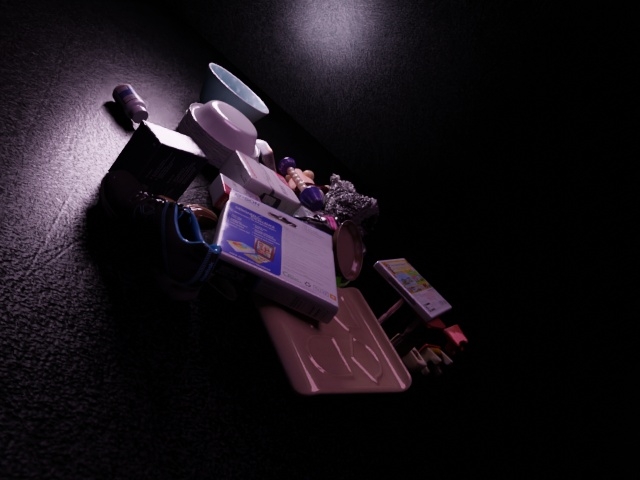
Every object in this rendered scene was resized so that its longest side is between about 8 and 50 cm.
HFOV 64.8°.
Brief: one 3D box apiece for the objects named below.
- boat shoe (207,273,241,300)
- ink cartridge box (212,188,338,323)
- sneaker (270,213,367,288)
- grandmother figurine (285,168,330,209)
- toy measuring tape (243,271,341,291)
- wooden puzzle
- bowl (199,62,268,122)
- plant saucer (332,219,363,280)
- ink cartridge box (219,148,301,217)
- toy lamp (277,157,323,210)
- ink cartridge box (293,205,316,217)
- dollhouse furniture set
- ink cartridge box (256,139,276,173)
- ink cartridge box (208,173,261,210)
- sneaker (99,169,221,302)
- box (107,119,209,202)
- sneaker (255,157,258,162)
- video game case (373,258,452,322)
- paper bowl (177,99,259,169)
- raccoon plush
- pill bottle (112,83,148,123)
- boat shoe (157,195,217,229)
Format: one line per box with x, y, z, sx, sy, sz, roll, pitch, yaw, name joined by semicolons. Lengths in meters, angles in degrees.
-0.229;0.077;1.101;0.137;0.049;0.043;45;18;-9;boat shoe
-0.105;0.028;1.202;0.303;0.072;0.307;25;25;-16;ink cartridge box
-0.047;-0.019;1.469;0.482;0.202;0.185;26;23;-44;sneaker
-0.061;-0.199;1.951;0.342;0.207;0.104;-126;-158;-67;grandmother figurine
-0.079;0.098;1.318;0.330;0.121;0.121;3;40;-41;toy measuring tape
0.014;0.230;1.180;0.347;0.080;0.322;11;37;-42;wooden puzzle
-0.389;-0.585;2.148;0.311;0.163;0.311;38;18;-14;bowl
0.072;0.028;1.403;0.168;0.029;0.169;15;73;-61;plant saucer
-0.201;-0.176;1.681;0.237;0.100;0.172;26;23;-46;ink cartridge box
-0.068;-0.197;1.767;0.080;0.080;0.275;25;21;-44;toy lamp
0.000;0.000;1.741;0.181;0.056;0.225;29;28;-36;ink cartridge box
0.299;0.281;1.522;0.374;0.201;0.152;21;27;-49;dollhouse furniture set
-0.226;-0.334;1.980;0.145;0.045;0.179;84;-19;-49;ink cartridge box
-0.247;-0.116;1.496;0.150;0.063;0.109;31;20;-35;ink cartridge box
-0.318;-0.040;1.020;0.341;0.140;0.125;48;19;20;sneaker
-0.379;-0.178;1.188;0.093;0.156;0.158;49;18;23;box
-0.323;-0.375;1.950;0.091;0.094;0.258;-14;59;-32;sneaker
0.263;0.133;1.417;0.206;0.026;0.227;47;20;19;video game case
-0.336;-0.372;1.749;0.284;0.148;0.284;35;23;-18;paper bowl
0.044;-0.167;2.071;0.299;0.216;0.446;44;15;32;raccoon plush
-0.556;-0.400;1.484;0.120;0.067;0.067;50;18;23;pill bottle
-0.319;-0.050;1.187;0.178;0.064;0.060;16;35;-43;boat shoe
